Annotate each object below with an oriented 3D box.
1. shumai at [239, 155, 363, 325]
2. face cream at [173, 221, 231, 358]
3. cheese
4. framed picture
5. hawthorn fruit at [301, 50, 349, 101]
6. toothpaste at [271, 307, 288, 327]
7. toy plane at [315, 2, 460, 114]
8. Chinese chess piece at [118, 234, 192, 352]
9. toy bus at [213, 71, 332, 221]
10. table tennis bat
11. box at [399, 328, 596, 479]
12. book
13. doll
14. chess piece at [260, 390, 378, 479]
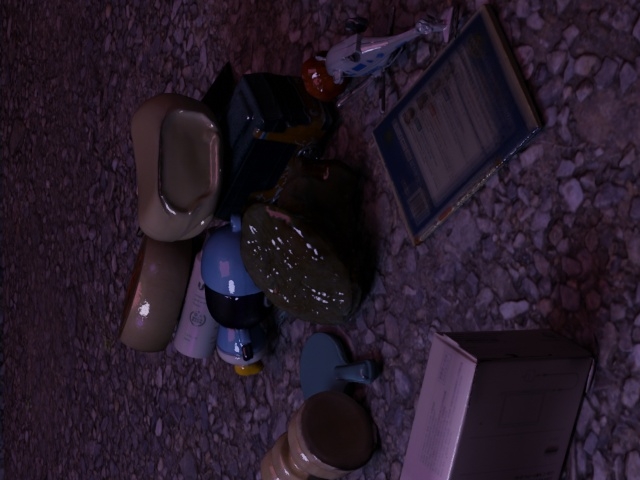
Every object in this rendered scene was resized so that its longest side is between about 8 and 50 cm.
[{"bbox_3d":[0.000,0.000,1.861,0.222,0.203,0.272,16,132,27],"label":"shumai"},{"bbox_3d":[-0.220,0.088,2.199,0.092,0.092,0.311,46,125,47],"label":"face cream"},{"bbox_3d":[-0.264,-0.131,1.958,0.233,0.127,0.266,-9,81,63],"label":"cheese"},{"bbox_3d":[-0.287,-0.186,2.273,0.339,0.014,0.255,-47,24,44],"label":"framed picture"},{"bbox_3d":[0.006,-0.282,1.878,0.093,0.093,0.093,-2,87,56],"label":"hawthorn fruit"},{"bbox_3d":[-0.109,0.068,2.085,0.056,0.036,0.205,-54,52,42],"label":"toothpaste"},{"bbox_3d":[0.095,-0.296,1.716,0.273,0.107,0.182,18,92,61],"label":"toy plane"},{"bbox_3d":[-0.349,0.105,2.302,0.273,0.102,0.273,-166,90,-78],"label":"Chinese chess piece"},{"bbox_3d":[-0.108,-0.165,1.969,0.275,0.167,0.138,-57,45,38],"label":"toy bus"},{"bbox_3d":[0.027,0.228,1.879,0.237,0.038,0.149,-17,73,59],"label":"table tennis bat"},{"bbox_3d":[0.228,0.246,1.427,0.106,0.203,0.252,31,115,53],"label":"box"},{"bbox_3d":[0.197,-0.168,1.648,0.322,0.018,0.228,-46,53,46],"label":"book"},{"bbox_3d":[-0.145,0.093,2.003,0.177,0.141,0.314,-116,20,-60],"label":"doll"},{"bbox_3d":[-0.021,0.372,1.869,0.261,0.142,0.143,-51,49,49],"label":"chess piece"}]
